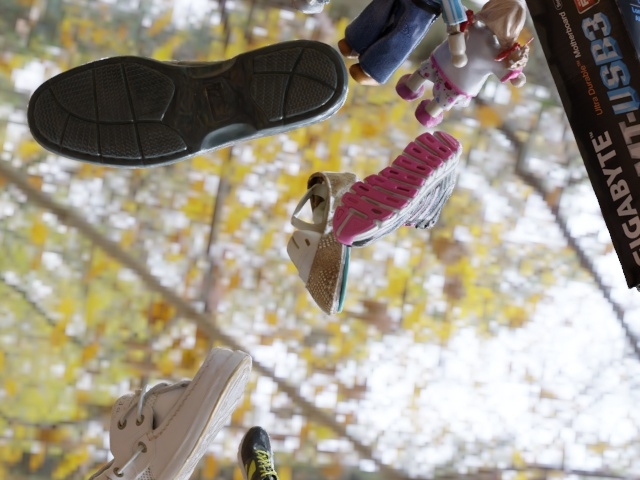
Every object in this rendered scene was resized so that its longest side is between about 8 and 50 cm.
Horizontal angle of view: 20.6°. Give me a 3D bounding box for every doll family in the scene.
[{"bbox_3d":[0.060,-0.218,1.445,0.263,0.118,0.163,54,-51,14],"label":"doll family"}]

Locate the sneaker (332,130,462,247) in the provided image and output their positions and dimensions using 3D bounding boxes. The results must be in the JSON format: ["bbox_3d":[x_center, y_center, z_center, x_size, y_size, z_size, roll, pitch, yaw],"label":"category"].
[{"bbox_3d":[0.076,-0.033,1.680,0.063,0.170,0.074,24,-42,30],"label":"sneaker"}]

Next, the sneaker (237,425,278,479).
[{"bbox_3d":[-0.045,0.186,1.399,0.035,0.031,0.083,-33,-127,51],"label":"sneaker"}]

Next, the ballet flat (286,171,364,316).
[{"bbox_3d":[0.000,0.000,1.769,0.206,0.067,0.073,-80,-174,-55],"label":"ballet flat"}]

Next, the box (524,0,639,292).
[{"bbox_3d":[0.264,-0.100,1.203,0.073,0.295,0.293,-32,-114,35],"label":"box"}]

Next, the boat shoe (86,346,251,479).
[{"bbox_3d":[-0.155,0.180,1.640,0.096,0.098,0.277,39,-51,5],"label":"boat shoe"}]

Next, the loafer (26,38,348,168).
[{"bbox_3d":[-0.107,-0.107,1.477,0.084,0.268,0.096,57,26,-82],"label":"loafer"}]
